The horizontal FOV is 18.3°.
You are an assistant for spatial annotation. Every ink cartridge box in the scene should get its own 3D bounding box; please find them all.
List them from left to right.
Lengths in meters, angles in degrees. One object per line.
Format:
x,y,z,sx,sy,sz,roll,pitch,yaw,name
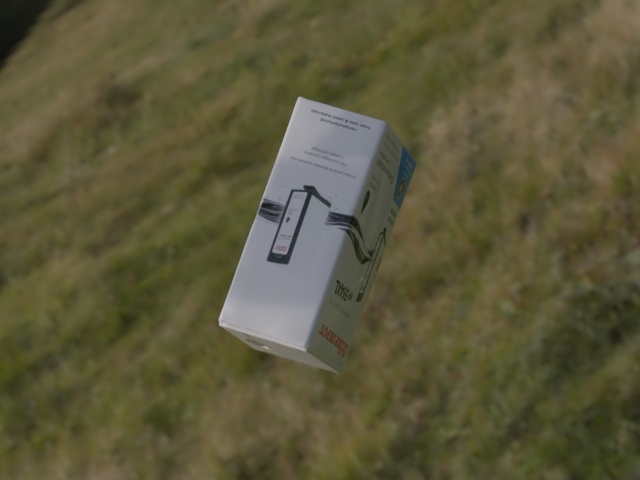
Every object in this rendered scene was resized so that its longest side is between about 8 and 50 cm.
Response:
0.000,0.000,1.682,0.148,0.086,0.203,43,-115,-73,ink cartridge box
